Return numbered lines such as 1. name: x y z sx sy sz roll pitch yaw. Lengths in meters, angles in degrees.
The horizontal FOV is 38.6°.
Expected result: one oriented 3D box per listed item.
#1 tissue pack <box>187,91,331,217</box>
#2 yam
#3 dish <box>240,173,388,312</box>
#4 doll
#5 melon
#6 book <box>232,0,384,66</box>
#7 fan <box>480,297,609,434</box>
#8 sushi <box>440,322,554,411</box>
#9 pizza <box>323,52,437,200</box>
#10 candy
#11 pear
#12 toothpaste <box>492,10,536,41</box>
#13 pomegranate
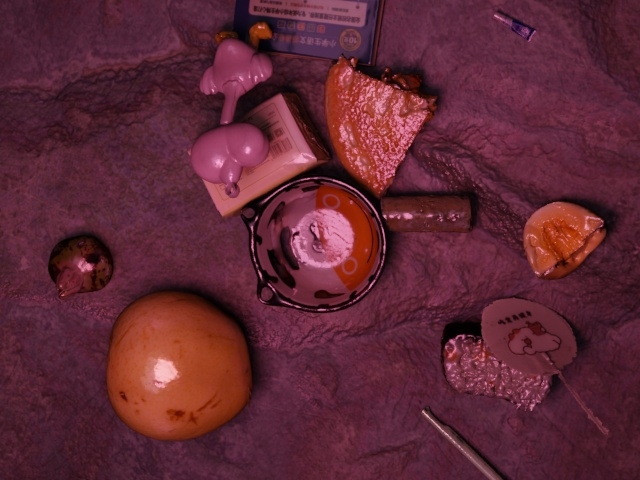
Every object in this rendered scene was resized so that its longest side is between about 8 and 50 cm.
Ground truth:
1. tissue pack: -0.118 -0.171 1.814 0.234 0.125 0.159 -30 87 17
2. yam: 0.206 -0.051 1.767 0.179 0.078 0.078 -1 98 4
3. dish: 0.000 0.000 1.811 0.302 0.120 0.303 2 101 11
4. doll: -0.163 -0.248 1.715 0.160 0.094 0.366 -9 68 23
5. melon: 0.457 -0.009 1.728 0.160 0.079 0.128 -43 69 17
6. book: -0.010 -0.568 1.770 0.299 0.039 0.428 11 101 12
7. fan: 0.425 0.224 1.681 0.329 0.190 0.009 58 148 35
8. sushi: 0.338 0.233 1.765 0.225 0.126 0.136 17 102 9
9. pizza: 0.124 -0.235 1.765 0.228 0.081 0.290 -19 97 24
10. candy: 0.365 0.494 1.822 0.440 0.119 0.119 42 106 12
11. pear: -0.287 0.250 1.843 0.309 0.309 0.310 2 99 14
12. toothpaste: 0.363 -0.405 1.716 0.083 0.015 0.024 32 112 2
13. pomegranate: -0.515 0.069 1.943 0.138 0.126 0.163 5 56 8
